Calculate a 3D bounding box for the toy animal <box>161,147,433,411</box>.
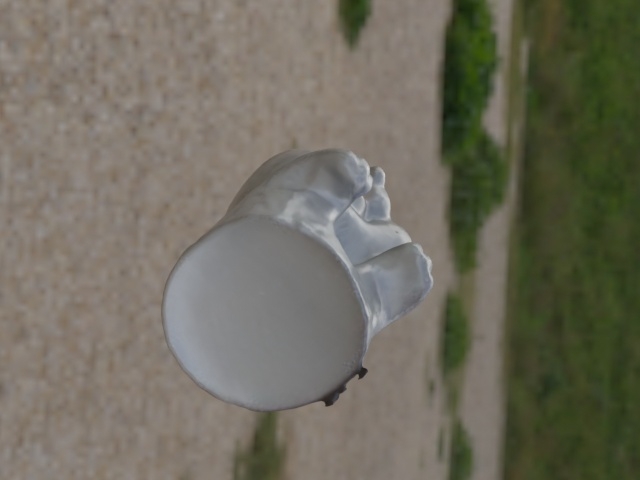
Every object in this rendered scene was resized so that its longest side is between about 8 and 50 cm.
[{"bbox_3d":[0.001,0.002,0.996,0.131,0.104,0.221,-49,-177,16],"label":"toy animal"}]
